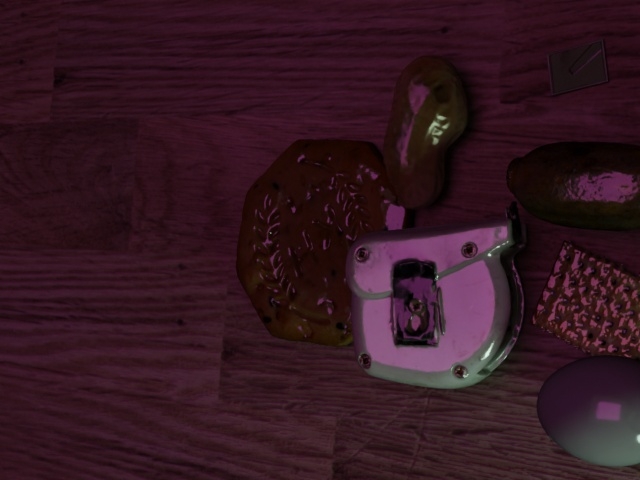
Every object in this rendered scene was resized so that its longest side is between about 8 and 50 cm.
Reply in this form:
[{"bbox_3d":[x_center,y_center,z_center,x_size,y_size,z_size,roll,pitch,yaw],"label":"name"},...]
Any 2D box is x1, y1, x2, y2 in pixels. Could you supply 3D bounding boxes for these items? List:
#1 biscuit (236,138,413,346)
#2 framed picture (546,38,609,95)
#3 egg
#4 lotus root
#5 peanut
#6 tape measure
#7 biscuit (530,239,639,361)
[{"bbox_3d":[0.000,-0.001,1.957,0.359,0.046,0.359,-4,83,34],"label":"biscuit"},{"bbox_3d":[0.373,-0.251,1.741,0.089,0.006,0.066,-12,77,34],"label":"framed picture"},{"bbox_3d":[0.379,0.225,1.593,0.198,0.146,0.146,5,87,43],"label":"egg"},{"bbox_3d":[0.374,-0.073,1.647,0.241,0.124,0.123,1,76,35],"label":"lotus root"},{"bbox_3d":[0.159,-0.163,1.824,0.110,0.120,0.236,-162,79,-70],"label":"peanut"},{"bbox_3d":[0.171,0.084,1.753,0.258,0.130,0.265,-6,83,22],"label":"tape measure"},{"bbox_3d":[0.411,0.104,1.665,0.231,0.016,0.139,28,101,34],"label":"biscuit"}]
